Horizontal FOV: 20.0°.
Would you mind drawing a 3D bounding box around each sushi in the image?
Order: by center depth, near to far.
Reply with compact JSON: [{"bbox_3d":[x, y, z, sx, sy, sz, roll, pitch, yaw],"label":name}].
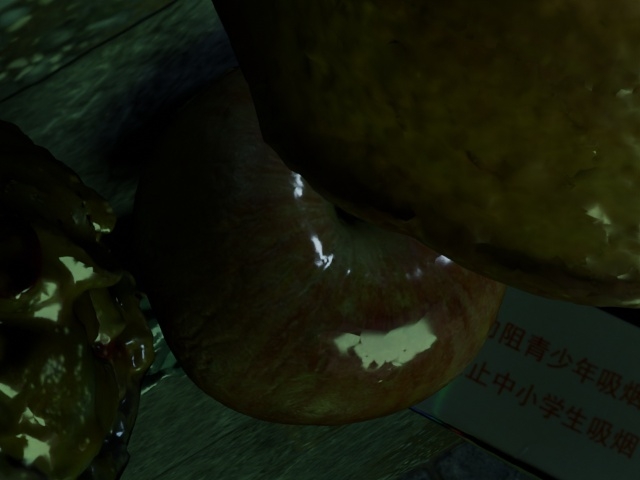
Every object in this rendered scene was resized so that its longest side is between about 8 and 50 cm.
[{"bbox_3d":[-0.169,0.045,0.823,0.204,0.200,0.213,-39,141,25],"label":"sushi"}]

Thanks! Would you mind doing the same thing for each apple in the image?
[{"bbox_3d":[0.000,0.000,0.993,0.211,0.211,0.188,-25,176,-25],"label":"apple"}]

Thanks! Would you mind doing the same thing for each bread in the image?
[{"bbox_3d":[0.102,-0.124,0.639,0.312,0.312,0.172,-28,152,-16],"label":"bread"}]

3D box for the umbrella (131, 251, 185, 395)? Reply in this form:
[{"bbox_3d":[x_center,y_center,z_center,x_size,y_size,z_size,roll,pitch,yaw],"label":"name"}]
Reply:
[{"bbox_3d":[-0.042,0.014,1.168,0.348,0.094,0.143,-33,147,-18],"label":"umbrella"}]

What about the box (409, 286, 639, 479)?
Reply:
[{"bbox_3d":[0.195,0.009,1.191,0.310,0.198,0.084,-64,162,-1],"label":"box"}]
